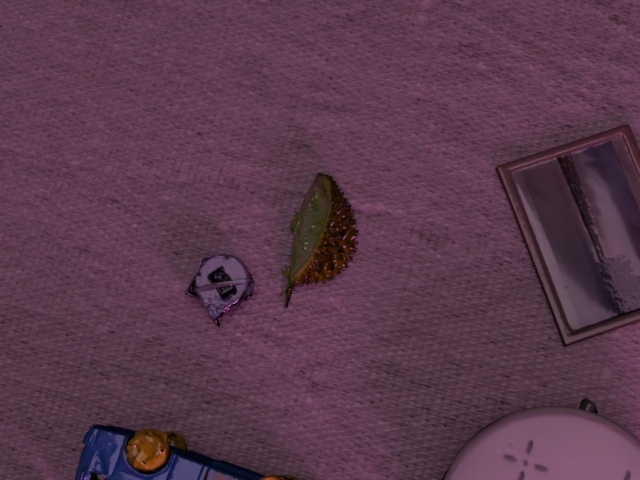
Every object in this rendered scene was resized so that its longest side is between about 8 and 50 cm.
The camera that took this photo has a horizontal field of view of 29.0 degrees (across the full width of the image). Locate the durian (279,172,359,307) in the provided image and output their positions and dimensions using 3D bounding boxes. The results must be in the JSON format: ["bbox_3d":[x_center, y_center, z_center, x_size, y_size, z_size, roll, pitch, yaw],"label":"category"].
[{"bbox_3d":[0.000,0.000,1.843,0.100,0.086,0.215,3,70,39],"label":"durian"}]

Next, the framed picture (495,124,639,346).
[{"bbox_3d":[0.408,-0.011,1.838,0.213,0.016,0.289,-18,76,-1],"label":"framed picture"}]

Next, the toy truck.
[{"bbox_3d":[-0.154,0.369,1.706,0.385,0.161,0.162,19,83,7],"label":"toy truck"}]

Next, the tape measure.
[{"bbox_3d":[-0.148,0.066,1.833,0.091,0.054,0.094,44,85,6],"label":"tape measure"}]

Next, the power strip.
[{"bbox_3d":[0.316,0.388,1.673,0.358,0.161,0.357,-1,75,3],"label":"power strip"}]
